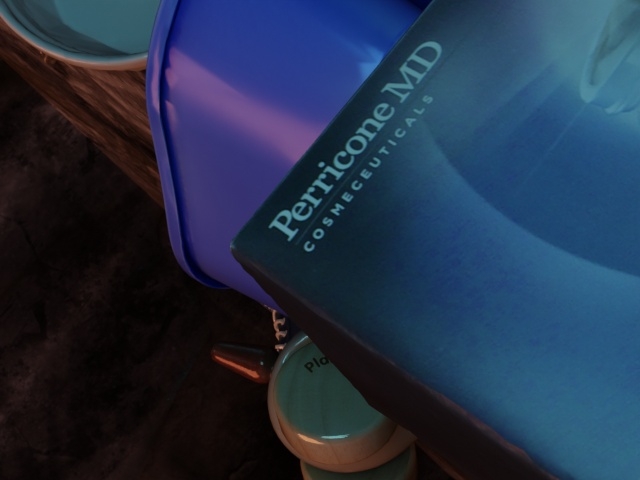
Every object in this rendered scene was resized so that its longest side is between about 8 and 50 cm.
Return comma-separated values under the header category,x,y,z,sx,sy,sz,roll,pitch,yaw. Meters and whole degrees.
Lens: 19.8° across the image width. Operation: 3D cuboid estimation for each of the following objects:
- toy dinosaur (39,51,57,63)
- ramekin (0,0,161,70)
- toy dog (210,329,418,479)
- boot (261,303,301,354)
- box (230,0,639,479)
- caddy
category,x,y,z,sx,sy,sz,roll,pitch,yaw
toy dinosaur,-0.321,-0.322,1.890,0.200,0.127,0.295,42,169,34
ramekin,-0.144,-0.222,1.351,0.207,0.207,0.109,38,-179,8
toy dog,0.053,0.042,1.296,0.161,0.334,0.220,32,136,22
boot,-0.021,0.077,1.664,0.190,0.086,0.069,22,149,44
box,0.180,-0.005,0.706,0.294,0.296,0.183,34,171,34
caddy,0.011,-0.095,1.076,0.179,0.241,0.341,29,148,23
